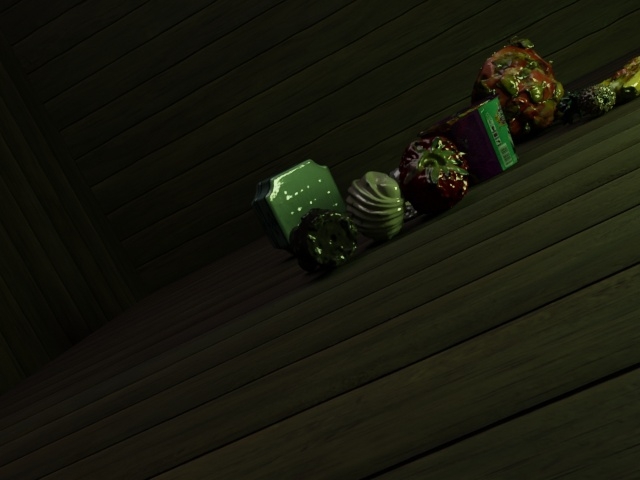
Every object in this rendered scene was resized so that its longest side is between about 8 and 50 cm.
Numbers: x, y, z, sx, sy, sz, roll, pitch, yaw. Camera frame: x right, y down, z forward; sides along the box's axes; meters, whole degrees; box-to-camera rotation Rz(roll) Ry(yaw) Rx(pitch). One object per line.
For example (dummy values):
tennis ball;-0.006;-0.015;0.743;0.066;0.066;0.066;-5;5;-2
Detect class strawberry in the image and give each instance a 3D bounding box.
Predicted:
strawberry;0.275;-0.147;1.546;0.184;0.187;0.201;-43;-21;-27

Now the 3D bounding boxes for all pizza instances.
pizza;0.861;-0.451;1.842;0.280;0.075;0.288;-41;8;-37

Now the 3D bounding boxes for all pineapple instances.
pineapple;0.759;-0.388;1.797;0.083;0.103;0.221;-6;6;-9

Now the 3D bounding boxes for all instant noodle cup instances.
instant noodle cup;0.419;-0.265;1.744;0.251;0.190;0.251;-27;7;4

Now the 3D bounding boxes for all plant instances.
plant;0.001;-0.002;1.559;0.146;0.149;0.274;-67;10;-10

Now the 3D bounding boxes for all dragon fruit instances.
dragon fruit;0.685;-0.463;2.085;0.296;0.314;0.263;-42;52;-6

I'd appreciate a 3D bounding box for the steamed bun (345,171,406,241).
steamed bun;0.127;-0.080;1.545;0.106;0.182;0.183;-8;-3;-26

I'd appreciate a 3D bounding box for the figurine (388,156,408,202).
figurine;0.275;-0.191;1.976;0.163;0.141;0.237;-29;4;39

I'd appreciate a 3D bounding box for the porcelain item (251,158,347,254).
porcelain item;-0.073;-0.113;2.175;0.286;0.281;0.157;-32;10;-29

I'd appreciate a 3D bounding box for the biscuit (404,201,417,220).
biscuit;0.249;-0.089;1.729;0.265;0.040;0.188;-29;4;-11
